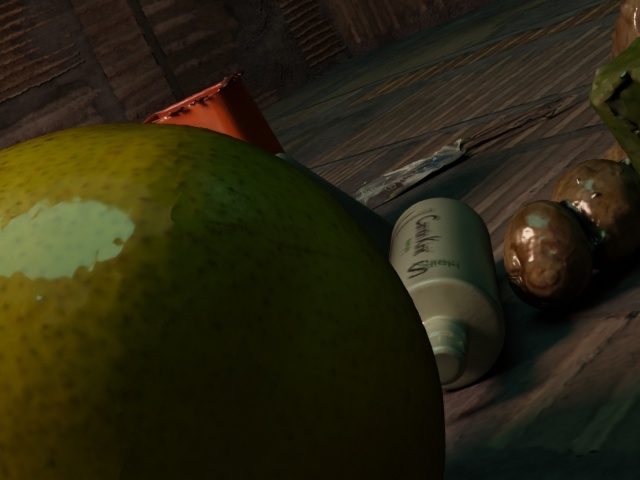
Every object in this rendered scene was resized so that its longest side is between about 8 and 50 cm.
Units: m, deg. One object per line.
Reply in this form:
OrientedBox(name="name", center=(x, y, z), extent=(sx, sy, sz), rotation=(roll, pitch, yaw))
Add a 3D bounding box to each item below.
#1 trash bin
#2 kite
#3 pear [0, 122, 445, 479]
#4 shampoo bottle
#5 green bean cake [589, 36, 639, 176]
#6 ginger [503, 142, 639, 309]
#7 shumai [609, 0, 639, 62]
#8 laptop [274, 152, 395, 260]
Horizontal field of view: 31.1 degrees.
OrientedBox(name="trash bin", center=(-0.089, -0.033, 1.152), extent=(0.161, 0.239, 0.184), rotation=(-24, 15, 13))
OrientedBox(name="kite", center=(0.176, -0.120, 1.498), extent=(0.310, 0.015, 0.169), rotation=(-27, 11, 2))
OrientedBox(name="pear", center=(-0.076, 0.080, 0.544), extent=(0.294, 0.294, 0.294), rotation=(-25, 12, 6))
OrientedBox(name="shampoo bottle", center=(0.089, 0.041, 0.840), extent=(0.085, 0.085, 0.262), rotation=(-24, 13, 12))
OrientedBox(name="green bean cake", center=(0.359, -0.107, 0.643), extent=(0.319, 0.218, 0.335), rotation=(-38, 8, -15))
OrientedBox(name="ginger", center=(0.211, -0.020, 0.851), extent=(0.204, 0.080, 0.104), rotation=(-30, 18, -25))
OrientedBox(name="shumai", center=(0.352, -0.135, 0.969), extent=(0.184, 0.218, 0.185), rotation=(-36, 53, -24))
OrientedBox(name="laptop", center=(0.000, 0.000, 0.972), extent=(0.015, 0.187, 0.269), rotation=(-60, -7, 21))
